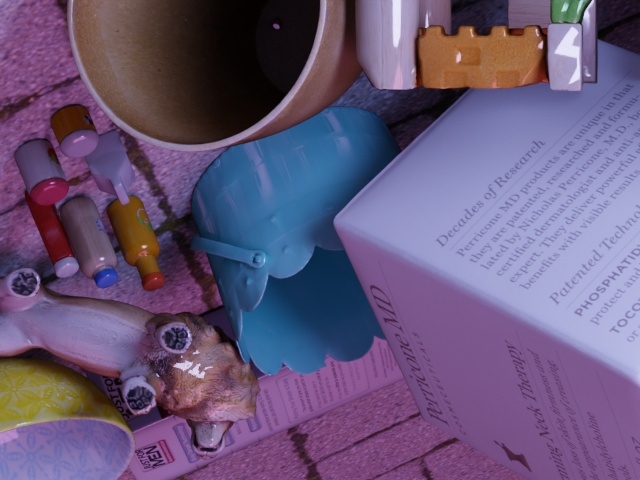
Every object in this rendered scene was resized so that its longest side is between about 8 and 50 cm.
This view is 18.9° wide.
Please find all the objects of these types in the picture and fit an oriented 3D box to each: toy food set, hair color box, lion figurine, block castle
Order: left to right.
[{"bbox_3d":[-0.246,0.104,2.041,0.240,0.392,0.142,176,-60,-89],"label":"lion figurine"},{"bbox_3d":[-0.229,-0.028,1.917,0.111,0.104,0.232,-23,153,-5],"label":"toy food set"},{"bbox_3d":[-0.083,0.160,2.365,0.374,0.114,0.185,-23,153,-5],"label":"hair color box"},{"bbox_3d":[0.257,-0.236,1.639,0.453,0.213,0.303,1,-174,11],"label":"block castle"}]

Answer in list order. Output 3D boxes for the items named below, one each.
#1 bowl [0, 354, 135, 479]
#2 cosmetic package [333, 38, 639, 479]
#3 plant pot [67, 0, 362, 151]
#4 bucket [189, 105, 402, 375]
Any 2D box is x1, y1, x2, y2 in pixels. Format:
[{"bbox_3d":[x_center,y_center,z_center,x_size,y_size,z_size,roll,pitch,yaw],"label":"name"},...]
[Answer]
[{"bbox_3d":[-0.368,0.211,2.168,0.289,0.156,0.289,-19,153,-10],"label":"bowl"},{"bbox_3d":[0.295,0.050,1.872,0.327,0.393,0.329,-44,135,-20],"label":"cosmetic package"},{"bbox_3d":[-0.055,-0.192,1.681,0.237,0.237,0.254,-36,167,20],"label":"plant pot"},{"bbox_3d":[0.000,0.000,2.073,0.281,0.183,0.281,-19,152,-11],"label":"bucket"}]
